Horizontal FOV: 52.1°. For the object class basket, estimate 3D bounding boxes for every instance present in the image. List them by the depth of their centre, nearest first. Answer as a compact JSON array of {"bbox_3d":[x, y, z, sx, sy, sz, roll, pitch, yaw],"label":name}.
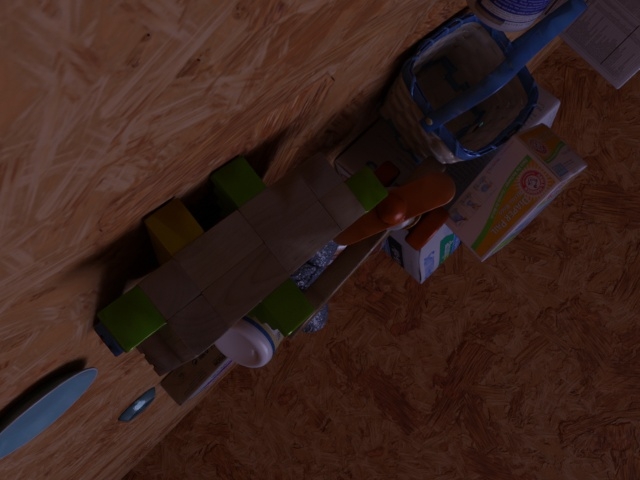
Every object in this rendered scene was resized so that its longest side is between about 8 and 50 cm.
[{"bbox_3d":[0.245,-0.246,1.004,0.254,0.201,0.289,-40,-178,-25],"label":"basket"}]

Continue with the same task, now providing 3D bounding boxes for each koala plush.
[{"bbox_3d":[-0.036,0.029,1.174,0.221,0.203,0.196,-60,167,1],"label":"koala plush"}]

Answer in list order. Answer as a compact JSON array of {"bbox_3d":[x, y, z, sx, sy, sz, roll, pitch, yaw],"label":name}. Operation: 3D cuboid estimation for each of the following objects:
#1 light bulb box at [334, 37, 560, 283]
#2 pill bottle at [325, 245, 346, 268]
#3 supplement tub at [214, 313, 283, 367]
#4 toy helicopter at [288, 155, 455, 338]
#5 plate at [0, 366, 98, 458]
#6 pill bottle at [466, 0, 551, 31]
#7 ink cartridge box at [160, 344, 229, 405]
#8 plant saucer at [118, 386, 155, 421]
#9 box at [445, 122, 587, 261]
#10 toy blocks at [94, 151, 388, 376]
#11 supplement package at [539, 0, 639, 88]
[{"bbox_3d":[0.248,-0.145,1.331,0.361,0.225,0.358,-44,162,-6],"label":"light bulb box"},{"bbox_3d":[0.000,0.000,1.416,0.121,0.121,0.216,-41,172,-25],"label":"pill bottle"},{"bbox_3d":[-0.128,0.150,1.381,0.200,0.144,0.144,-57,-177,-38],"label":"supplement tub"},{"bbox_3d":[0.069,0.006,0.974,0.355,0.140,0.235,-47,177,-16],"label":"toy helicopter"},{"bbox_3d":[-0.394,0.237,0.913,0.188,0.024,0.188,-43,173,-7],"label":"plate"},{"bbox_3d":[0.266,-0.361,0.812,0.112,0.112,0.187,-41,174,-24],"label":"pill bottle"},{"bbox_3d":[-0.297,0.322,1.784,0.235,0.088,0.193,-46,172,10],"label":"ink cartridge box"},{"bbox_3d":[-0.468,0.429,1.690,0.119,0.021,0.119,-43,174,-6],"label":"plant saucer"},{"bbox_3d":[0.313,-0.078,1.070,0.114,0.103,0.203,-25,158,-46],"label":"box"},{"bbox_3d":[-0.123,0.042,0.836,0.381,0.191,0.261,-40,-176,-33],"label":"toy blocks"},{"bbox_3d":[0.506,-0.441,1.111,0.199,0.263,0.198,-39,171,-42],"label":"supplement package"}]
